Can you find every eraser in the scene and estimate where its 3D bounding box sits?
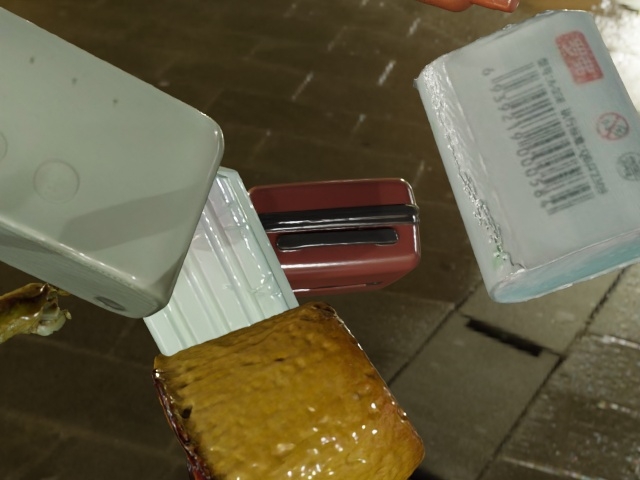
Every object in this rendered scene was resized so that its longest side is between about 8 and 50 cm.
[{"bbox_3d":[0.194,-0.076,0.864,0.174,0.081,0.227,-21,64,13],"label":"eraser"}]

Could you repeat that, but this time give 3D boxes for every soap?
[{"bbox_3d":[-0.152,0.022,1.222,0.172,0.289,0.095,-22,17,9],"label":"soap"}]

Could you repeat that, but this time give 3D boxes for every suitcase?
[{"bbox_3d":[0.000,0.000,1.614,0.297,0.236,0.161,-3,76,-16],"label":"suitcase"}]

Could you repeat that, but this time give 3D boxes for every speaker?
[{"bbox_3d":[-0.300,-0.095,0.926,0.406,0.183,0.184,27,72,-13],"label":"speaker"}]

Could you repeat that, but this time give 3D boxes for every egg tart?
[{"bbox_3d":[-0.028,0.149,0.780,0.171,0.215,0.215,-35,42,-4],"label":"egg tart"}]

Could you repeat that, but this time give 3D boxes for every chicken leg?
[{"bbox_3d":[-0.619,0.176,1.692,0.429,0.201,0.152,-26,3,-36],"label":"chicken leg"}]

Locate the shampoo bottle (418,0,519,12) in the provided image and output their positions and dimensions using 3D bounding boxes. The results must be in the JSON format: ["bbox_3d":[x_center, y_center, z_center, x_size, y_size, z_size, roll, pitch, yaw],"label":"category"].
[{"bbox_3d":[0.173,-0.377,1.416,0.244,0.085,0.085,24,39,29],"label":"shampoo bottle"}]
